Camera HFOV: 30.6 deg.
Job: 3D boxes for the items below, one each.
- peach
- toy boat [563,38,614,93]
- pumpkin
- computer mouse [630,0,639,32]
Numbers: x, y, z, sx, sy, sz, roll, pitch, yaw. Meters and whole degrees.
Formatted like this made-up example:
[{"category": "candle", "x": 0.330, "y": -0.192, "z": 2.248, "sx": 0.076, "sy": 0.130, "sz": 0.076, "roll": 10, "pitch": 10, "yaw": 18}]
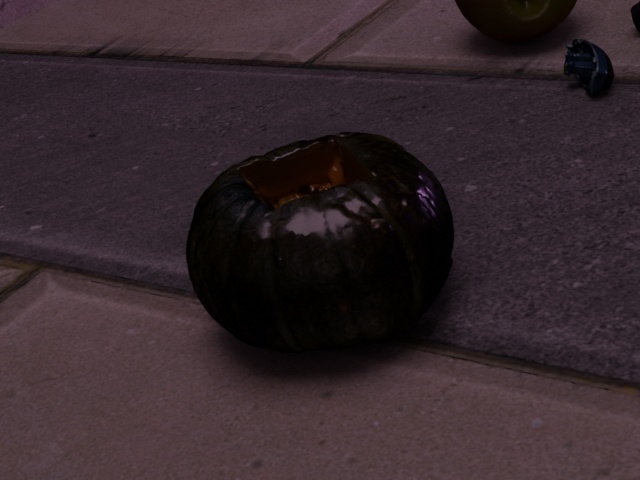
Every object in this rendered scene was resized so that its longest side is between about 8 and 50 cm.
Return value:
[{"category": "peach", "x": 0.318, "y": -0.441, "z": 1.920, "sx": 0.231, "sy": 0.231, "sz": 0.231, "roll": -12, "pitch": 29, "yaw": 7}, {"category": "toy boat", "x": 0.393, "y": -0.262, "z": 1.741, "sx": 0.061, "sy": 0.060, "sz": 0.137, "roll": 7, "pitch": 33, "yaw": -4}, {"category": "pumpkin", "x": 0.000, "y": 0.000, "z": 1.342, "sx": 0.320, "sy": 0.192, "sz": 0.320, "roll": -11, "pitch": 32, "yaw": 7}, {"category": "computer mouse", "x": 0.597, "y": -0.362, "z": 1.802, "sx": 0.147, "sy": 0.088, "sz": 0.264, "roll": -29, "pitch": 29, "yaw": -27}]
